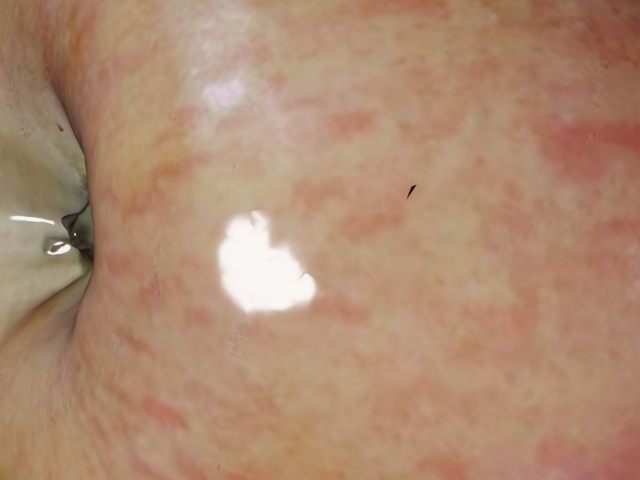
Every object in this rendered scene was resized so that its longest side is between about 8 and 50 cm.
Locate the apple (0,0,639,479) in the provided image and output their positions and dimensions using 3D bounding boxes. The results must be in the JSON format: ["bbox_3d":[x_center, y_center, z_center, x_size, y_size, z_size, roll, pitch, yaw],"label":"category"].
[{"bbox_3d":[0.000,0.000,0.606,0.344,0.269,0.345,-20,58,36],"label":"apple"}]
